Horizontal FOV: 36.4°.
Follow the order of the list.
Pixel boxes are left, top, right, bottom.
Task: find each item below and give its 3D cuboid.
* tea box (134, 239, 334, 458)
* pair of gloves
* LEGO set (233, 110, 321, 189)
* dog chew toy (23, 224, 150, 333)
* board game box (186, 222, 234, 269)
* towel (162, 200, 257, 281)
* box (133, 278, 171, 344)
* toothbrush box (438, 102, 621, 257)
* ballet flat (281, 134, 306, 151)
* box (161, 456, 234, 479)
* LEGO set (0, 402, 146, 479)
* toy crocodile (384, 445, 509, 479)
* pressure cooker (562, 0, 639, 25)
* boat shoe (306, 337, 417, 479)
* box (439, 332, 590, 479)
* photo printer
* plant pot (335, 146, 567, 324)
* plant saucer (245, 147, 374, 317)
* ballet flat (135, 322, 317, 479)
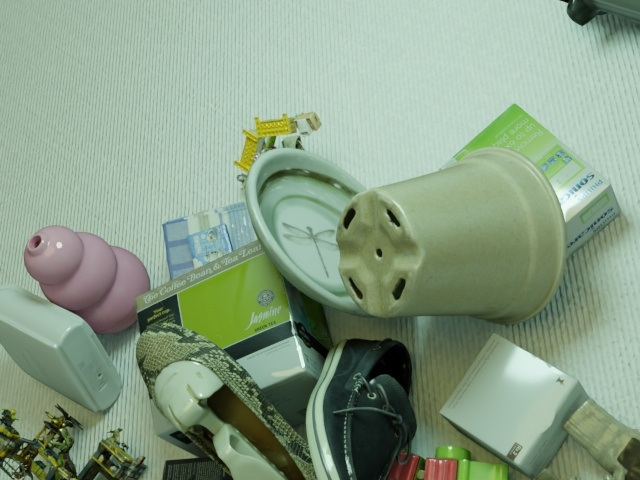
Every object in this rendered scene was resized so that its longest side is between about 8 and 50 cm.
[{"bbox_3d":[-0.162,0.219,1.951,0.329,0.220,0.323,-24,56,14],"label":"tea box"},{"bbox_3d":[0.463,0.409,1.613,0.204,0.042,0.240,33,88,21],"label":"pair of gloves"},{"bbox_3d":[-0.090,-0.223,2.175,0.132,0.107,0.287,53,129,12],"label":"LEGO set"},{"bbox_3d":[-0.523,0.075,2.148,0.206,0.332,0.206,-13,58,22],"label":"dog chew toy"},{"bbox_3d":[-0.237,0.019,2.118,0.090,0.020,0.090,-19,72,4],"label":"board game box"},{"bbox_3d":[-0.199,0.021,2.139,0.285,0.034,0.209,-13,72,6],"label":"towel"},{"bbox_3d":[-0.303,0.109,2.182,0.063,0.067,0.324,19,73,33],"label":"box"},{"bbox_3d":[0.403,-0.098,1.893,0.206,0.122,0.283,-41,54,2],"label":"toothbrush box"},{"bbox_3d":[-0.051,-0.176,2.215,0.052,0.057,0.168,-18,57,6],"label":"ballet flat"},{"bbox_3d":[-0.178,0.481,1.856,0.207,0.153,0.108,-10,60,23],"label":"box"},{"bbox_3d":[-0.519,0.435,2.005,0.331,0.255,0.192,33,82,33],"label":"LEGO set"},{"bbox_3d":[0.169,0.417,1.741,0.340,0.105,0.115,1,65,28],"label":"toy crocodile"},{"bbox_3d":[0.651,-0.604,1.896,0.370,0.375,0.420,-36,48,-27],"label":"pressure cooker"},{"bbox_3d":[0.080,0.311,1.685,0.156,0.187,0.500,-14,19,14],"label":"boat shoe"},{"bbox_3d":[0.342,0.292,1.710,0.182,0.119,0.181,30,80,36],"label":"box"},{"bbox_3d":[-0.606,0.231,2.159,0.307,0.256,0.107,20,54,34],"label":"photo printer"},{"bbox_3d":[0.210,0.007,1.730,0.334,0.305,0.334,13,106,52],"label":"plant pot"},{"bbox_3d":[0.000,0.000,1.918,0.100,0.400,0.400,-45,47,33],"label":"plant saucer"},{"bbox_3d":[-0.153,0.328,1.687,0.483,0.182,0.164,43,104,5],"label":"ballet flat"}]
